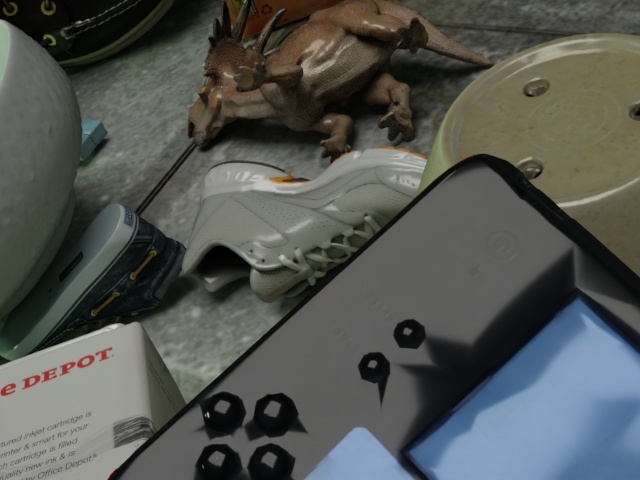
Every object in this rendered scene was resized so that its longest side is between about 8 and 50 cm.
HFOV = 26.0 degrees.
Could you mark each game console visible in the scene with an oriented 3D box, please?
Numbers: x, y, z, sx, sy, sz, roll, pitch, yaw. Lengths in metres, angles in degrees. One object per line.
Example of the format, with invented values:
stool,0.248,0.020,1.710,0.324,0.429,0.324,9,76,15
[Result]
game console,0.096,0.180,0.717,0.342,0.060,0.386,-44,67,-3

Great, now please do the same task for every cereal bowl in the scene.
cereal bowl,-0.324,-0.022,1.240,0.339,0.141,0.339,-35,33,28

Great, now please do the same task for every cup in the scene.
cup,0.191,0.005,0.933,0.331,0.237,0.331,-14,42,12

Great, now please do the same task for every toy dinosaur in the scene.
toy dinosaur,0.003,-0.176,1.320,0.296,0.127,0.200,-20,33,-3

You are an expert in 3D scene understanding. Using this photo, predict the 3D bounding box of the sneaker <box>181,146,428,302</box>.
sneaker,0.000,0.000,1.157,0.262,0.099,0.121,-5,51,33

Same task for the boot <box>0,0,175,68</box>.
boot,-0.364,-0.275,1.465,0.377,0.284,0.138,-10,78,21

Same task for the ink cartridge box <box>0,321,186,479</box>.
ink cartridge box,-0.190,0.213,0.989,0.198,0.114,0.273,-20,40,5

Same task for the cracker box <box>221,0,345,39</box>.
cracker box,-0.041,-0.332,1.546,0.156,0.067,0.232,-20,39,6

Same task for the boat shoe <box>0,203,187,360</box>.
boat shoe,-0.199,0.053,1.214,0.183,0.083,0.065,-44,35,19

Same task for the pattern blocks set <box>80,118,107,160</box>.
pattern blocks set,-0.392,-0.081,1.478,0.325,0.026,0.285,19,56,40
